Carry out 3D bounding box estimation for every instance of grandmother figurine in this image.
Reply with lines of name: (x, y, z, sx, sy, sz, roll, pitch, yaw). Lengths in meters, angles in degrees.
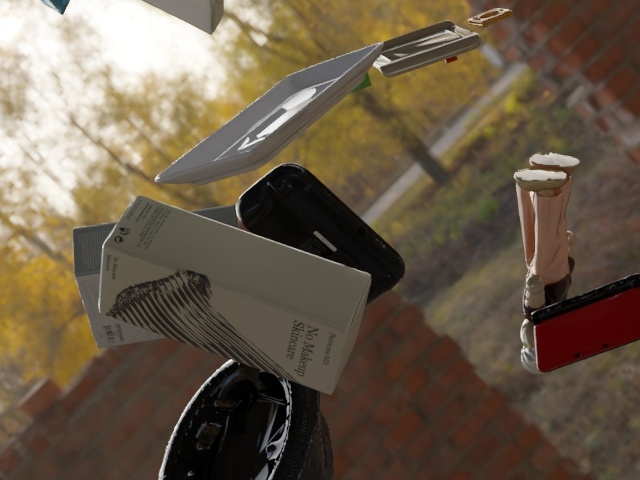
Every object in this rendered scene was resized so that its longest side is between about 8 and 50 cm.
grandmother figurine: (0.341, 0.044, 1.920, 0.208, 0.104, 0.342, -31, -54, -47)

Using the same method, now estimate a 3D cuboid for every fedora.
fedora: (-0.081, 0.320, 1.784, 0.334, 0.152, 0.334, -29, 43, 31)

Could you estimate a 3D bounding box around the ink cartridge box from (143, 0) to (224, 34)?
ink cartridge box: (-0.245, -0.438, 2.112, 0.056, 0.171, 0.235, -62, -2, -14)

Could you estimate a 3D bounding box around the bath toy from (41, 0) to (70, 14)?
bath toy: (-0.378, -0.313, 1.128, 0.129, 0.348, 0.151, -67, 23, 15)

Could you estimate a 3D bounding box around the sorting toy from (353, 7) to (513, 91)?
sorting toy: (0.180, -0.328, 2.240, 0.347, 0.047, 0.196, -19, 20, -2)

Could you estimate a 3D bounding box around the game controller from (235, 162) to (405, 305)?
game controller: (0.000, 0.000, 2.276, 0.166, 0.319, 0.067, -33, 25, 35)

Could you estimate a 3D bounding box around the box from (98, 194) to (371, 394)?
box: (-0.093, 0.058, 1.362, 0.094, 0.275, 0.113, -63, -12, -46)

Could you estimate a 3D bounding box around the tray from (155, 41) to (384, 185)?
tray: (-0.044, -0.127, 1.330, 0.145, 0.030, 0.270, -12, 22, 40)

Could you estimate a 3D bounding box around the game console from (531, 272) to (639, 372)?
game console: (0.333, 0.104, 1.519, 0.144, 0.085, 0.124, -23, -21, 25)

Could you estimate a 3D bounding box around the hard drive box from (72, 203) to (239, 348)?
hard drive box: (-0.221, 0.054, 1.815, 0.232, 0.089, 0.181, -8, -39, -4)
